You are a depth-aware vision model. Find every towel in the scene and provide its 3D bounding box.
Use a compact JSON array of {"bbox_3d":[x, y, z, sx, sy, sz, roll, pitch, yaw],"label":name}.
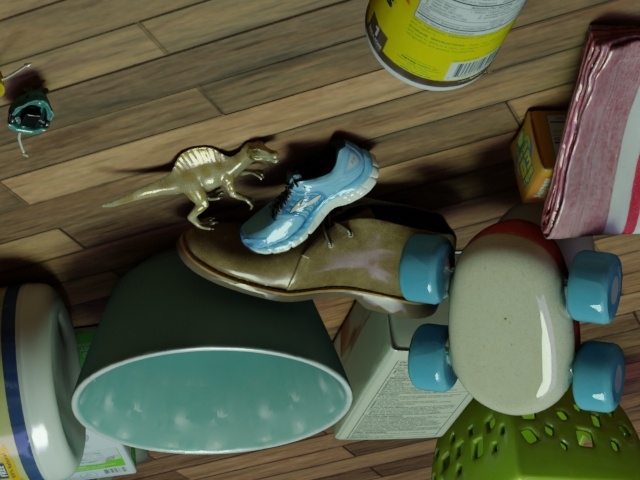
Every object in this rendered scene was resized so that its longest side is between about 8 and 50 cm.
[{"bbox_3d":[0.392,-0.100,1.677,0.329,0.037,0.237,-1,128,-12],"label":"towel"}]

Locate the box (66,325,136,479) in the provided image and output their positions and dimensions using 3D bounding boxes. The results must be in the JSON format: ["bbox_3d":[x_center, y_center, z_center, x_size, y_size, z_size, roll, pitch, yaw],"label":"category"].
[{"bbox_3d":[-0.378,0.220,2.154,0.262,0.126,0.231,-8,154,2],"label":"box"}]

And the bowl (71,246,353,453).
[{"bbox_3d":[-0.123,0.113,1.942,0.312,0.163,0.311,-3,152,-1],"label":"bowl"}]

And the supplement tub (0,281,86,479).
[{"bbox_3d":[-0.436,0.175,1.927,0.316,0.228,0.228,-8,155,1],"label":"supplement tub"}]

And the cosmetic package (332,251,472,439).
[{"bbox_3d":[0.113,0.133,2.097,0.153,0.129,0.296,2,154,-14],"label":"cosmetic package"}]

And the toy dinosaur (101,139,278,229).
[{"bbox_3d":[-0.125,-0.059,1.746,0.183,0.053,0.092,-19,138,7],"label":"toy dinosaur"}]

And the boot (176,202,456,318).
[{"bbox_3d":[0.000,0.000,1.844,0.305,0.112,0.115,7,127,-19],"label":"boot"}]

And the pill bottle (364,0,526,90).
[{"bbox_3d":[0.113,-0.219,1.375,0.117,0.117,0.215,0,153,-14],"label":"pill bottle"}]

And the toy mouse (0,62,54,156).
[{"bbox_3d":[-0.301,-0.119,1.576,0.161,0.031,0.143,-15,153,16],"label":"toy mouse"}]

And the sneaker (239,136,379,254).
[{"bbox_3d":[-0.023,-0.052,1.750,0.162,0.063,0.073,-38,132,13],"label":"sneaker"}]

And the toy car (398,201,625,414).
[{"bbox_3d":[0.229,0.046,1.839,0.219,0.238,0.210,5,120,23],"label":"toy car"}]

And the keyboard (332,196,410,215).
[{"bbox_3d":[0.002,0.013,1.956,0.072,0.014,0.256,15,147,-29],"label":"keyboard"}]

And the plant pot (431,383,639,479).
[{"bbox_3d":[0.284,0.269,2.335,0.227,0.207,0.228,8,151,-27],"label":"plant pot"}]

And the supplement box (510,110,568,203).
[{"bbox_3d":[0.317,-0.085,1.755,0.233,0.080,0.078,0,152,-11],"label":"supplement box"}]

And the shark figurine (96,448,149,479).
[{"bbox_3d":[-0.334,0.286,2.325,0.278,0.116,0.166,7,150,-31],"label":"shark figurine"}]
